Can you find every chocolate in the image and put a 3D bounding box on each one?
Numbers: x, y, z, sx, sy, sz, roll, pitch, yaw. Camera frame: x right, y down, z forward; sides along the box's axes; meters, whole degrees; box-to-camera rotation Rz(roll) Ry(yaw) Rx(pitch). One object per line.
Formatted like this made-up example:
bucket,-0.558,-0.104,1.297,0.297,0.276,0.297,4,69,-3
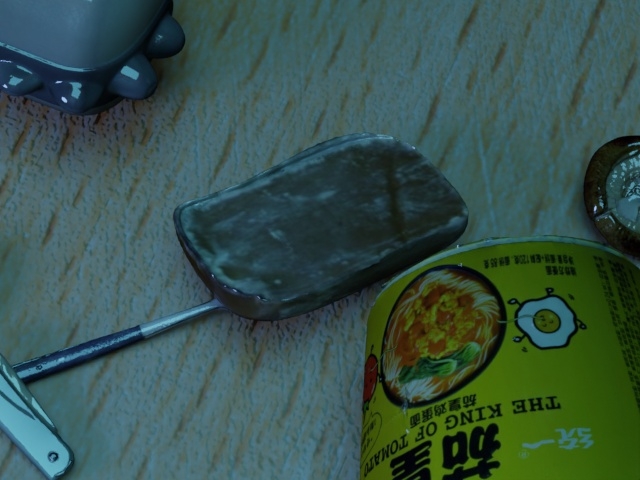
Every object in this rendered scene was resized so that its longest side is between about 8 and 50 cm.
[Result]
chocolate,-0.001,0.000,1.415,0.254,0.080,0.157,-23,52,-23

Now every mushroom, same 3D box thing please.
mushroom,0.308,-0.043,1.472,0.123,0.052,0.123,1,75,-3

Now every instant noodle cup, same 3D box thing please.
instant noodle cup,0.170,0.163,1.251,0.325,0.325,0.254,-1,59,-4

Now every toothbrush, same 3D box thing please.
toothbrush,-0.185,0.092,1.404,0.288,0.026,0.024,-19,69,-9

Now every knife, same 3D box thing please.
knife,-0.276,0.144,1.362,0.044,0.023,0.162,-41,86,-17

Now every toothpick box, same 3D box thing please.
toothpick box,-0.278,-0.233,1.433,0.316,0.229,0.229,23,68,4
